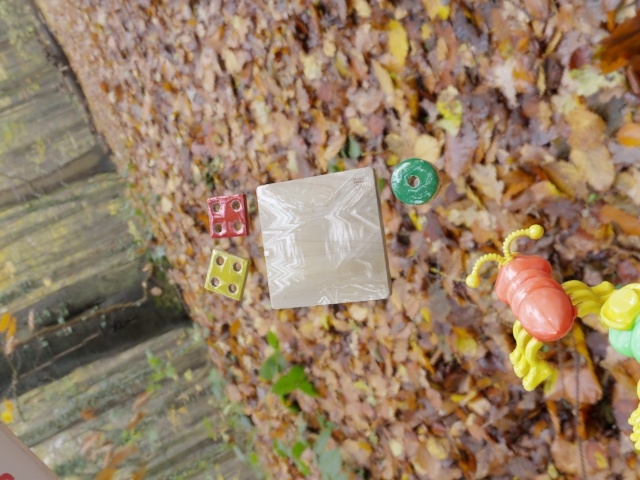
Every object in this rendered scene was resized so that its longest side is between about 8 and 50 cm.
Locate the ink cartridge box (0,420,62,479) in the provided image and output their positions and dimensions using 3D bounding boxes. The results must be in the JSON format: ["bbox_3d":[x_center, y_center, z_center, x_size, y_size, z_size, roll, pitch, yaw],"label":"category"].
[{"bbox_3d":[-0.354,0.335,0.518,0.166,0.395,0.285,6,135,38],"label":"ink cartridge box"}]

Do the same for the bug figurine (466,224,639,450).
[{"bbox_3d":[0.219,-0.005,0.403,0.072,0.279,0.216,44,-169,-19],"label":"bug figurine"}]

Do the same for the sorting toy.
[{"bbox_3d":[0.000,0.000,0.733,0.046,0.274,0.132,-6,-92,-67],"label":"sorting toy"}]
